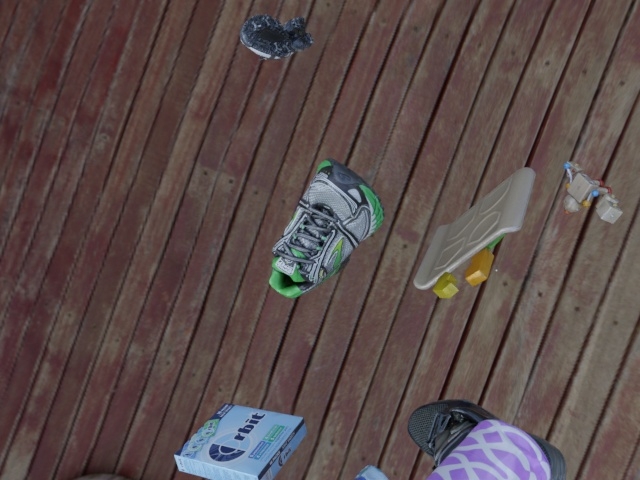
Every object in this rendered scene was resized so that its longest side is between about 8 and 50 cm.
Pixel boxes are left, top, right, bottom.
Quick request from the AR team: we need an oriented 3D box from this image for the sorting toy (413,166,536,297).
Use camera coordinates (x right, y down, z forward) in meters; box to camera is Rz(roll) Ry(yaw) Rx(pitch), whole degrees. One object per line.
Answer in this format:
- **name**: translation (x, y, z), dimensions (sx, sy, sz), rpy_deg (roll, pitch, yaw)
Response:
- **sorting toy**: translation (0.263, 0.009, 1.063), dimensions (0.041, 0.307, 0.229), rpy_deg (44, 132, -8)

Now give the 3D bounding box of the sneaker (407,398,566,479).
- **sneaker**: translation (0.159, 0.230, 0.723), dimensions (0.130, 0.227, 0.087), rpy_deg (27, 81, -26)

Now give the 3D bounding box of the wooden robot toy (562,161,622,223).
- **wooden robot toy**: translation (0.498, -0.076, 1.152), dimensions (0.079, 0.076, 0.173), rpy_deg (-62, 31, 31)

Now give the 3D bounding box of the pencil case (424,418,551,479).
- **pencil case**: translation (0.122, 0.253, 0.543), dimensions (0.206, 0.086, 0.088), rpy_deg (-36, 101, -28)

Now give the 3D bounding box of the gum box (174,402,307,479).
- **gum box**: translation (-0.142, 0.369, 1.108), dimensions (0.184, 0.157, 0.041), rpy_deg (1, 114, 29)

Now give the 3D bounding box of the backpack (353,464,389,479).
- **backpack**: translation (0.067, 0.504, 0.917), dimensions (0.273, 0.355, 0.290), rpy_deg (-40, 40, 3)

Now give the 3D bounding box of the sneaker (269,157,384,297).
- **sneaker**: translation (0.000, 0.000, 1.026), dimensions (0.134, 0.343, 0.146), rpy_deg (39, 57, 13)

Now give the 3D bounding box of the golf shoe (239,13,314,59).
- **golf shoe**: translation (-0.093, -0.347, 1.084), dimensions (0.094, 0.198, 0.077), rpy_deg (-17, 95, 32)
